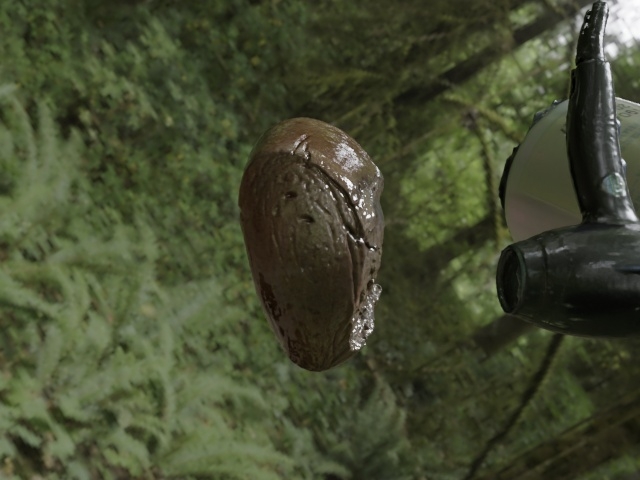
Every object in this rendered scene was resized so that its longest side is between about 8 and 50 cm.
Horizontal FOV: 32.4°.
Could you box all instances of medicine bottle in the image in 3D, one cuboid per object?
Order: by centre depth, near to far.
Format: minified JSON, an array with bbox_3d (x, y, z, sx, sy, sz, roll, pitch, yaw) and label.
[{"bbox_3d":[0.379,-0.013,1.138,0.379,0.213,0.213,34,-18,53],"label":"medicine bottle"}]

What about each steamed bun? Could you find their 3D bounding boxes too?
[{"bbox_3d":[0.000,0.000,0.824,0.145,0.106,0.175,-82,163,-74],"label":"steamed bun"}]

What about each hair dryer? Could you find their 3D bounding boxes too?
[{"bbox_3d":[0.198,-0.048,0.680,0.075,0.196,0.219,135,-47,-71],"label":"hair dryer"}]
